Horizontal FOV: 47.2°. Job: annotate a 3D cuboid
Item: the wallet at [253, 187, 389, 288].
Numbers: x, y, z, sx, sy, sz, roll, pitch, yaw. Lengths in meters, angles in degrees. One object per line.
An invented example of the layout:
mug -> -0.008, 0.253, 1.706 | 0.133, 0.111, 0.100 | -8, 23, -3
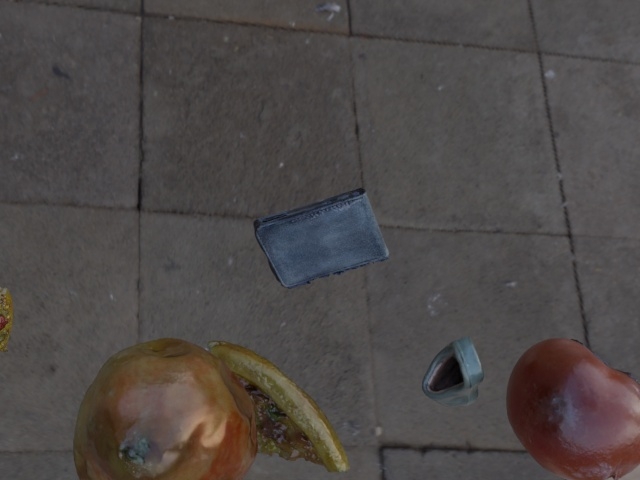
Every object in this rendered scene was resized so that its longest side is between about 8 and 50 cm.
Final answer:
wallet -> 0.000, -0.002, 1.335 | 0.222, 0.167, 0.036 | -18, 38, 10

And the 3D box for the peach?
peach -> -0.185, 0.220, 0.839 | 0.214, 0.235, 0.214 | -1, 77, 3

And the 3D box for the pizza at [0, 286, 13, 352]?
pizza -> -0.375, 0.100, 0.826 | 0.025, 0.078, 0.083 | 19, 111, 19

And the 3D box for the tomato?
tomato -> 0.362, 0.256, 1.085 | 0.228, 0.112, 0.199 | 31, 101, 38

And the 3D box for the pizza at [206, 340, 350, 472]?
pizza -> -0.083, 0.274, 1.139 | 0.292, 0.197, 0.058 | 43, 46, 6

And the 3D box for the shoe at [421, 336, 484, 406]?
shoe -> 0.173, 0.182, 0.994 | 0.078, 0.195, 0.079 | -12, 69, -2
